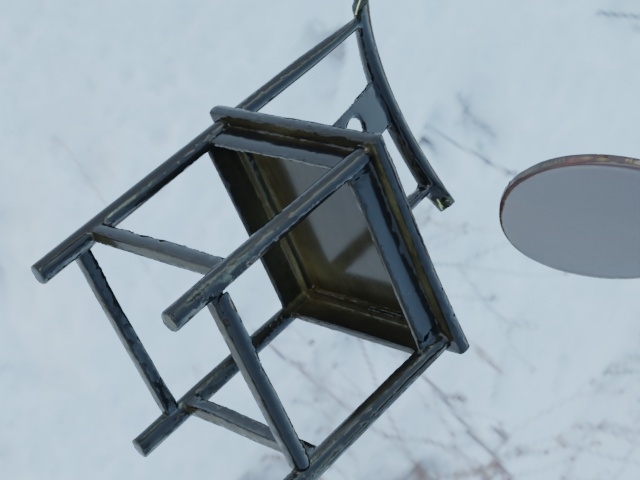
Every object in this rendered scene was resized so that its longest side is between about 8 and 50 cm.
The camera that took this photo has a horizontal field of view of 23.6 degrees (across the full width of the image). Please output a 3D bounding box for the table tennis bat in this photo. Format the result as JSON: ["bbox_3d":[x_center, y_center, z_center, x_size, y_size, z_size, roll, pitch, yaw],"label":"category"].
[{"bbox_3d":[0.169,-0.007,0.776,0.158,0.014,0.095,9,143,3],"label":"table tennis bat"}]

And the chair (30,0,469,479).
[{"bbox_3d":[0.000,0.000,0.829,0.260,0.141,0.155,-42,125,-27],"label":"chair"}]
